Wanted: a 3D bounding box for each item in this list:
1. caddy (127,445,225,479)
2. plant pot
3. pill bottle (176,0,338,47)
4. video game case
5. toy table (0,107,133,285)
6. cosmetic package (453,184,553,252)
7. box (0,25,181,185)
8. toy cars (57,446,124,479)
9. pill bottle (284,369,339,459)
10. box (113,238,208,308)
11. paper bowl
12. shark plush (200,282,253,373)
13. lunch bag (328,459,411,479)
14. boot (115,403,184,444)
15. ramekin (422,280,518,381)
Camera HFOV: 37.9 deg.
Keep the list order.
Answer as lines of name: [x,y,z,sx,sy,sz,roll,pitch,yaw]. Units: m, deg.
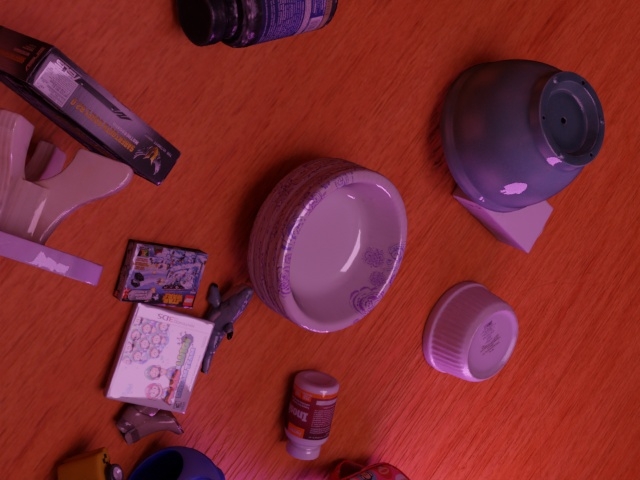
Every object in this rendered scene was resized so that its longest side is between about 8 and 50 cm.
caddy: [-0.246,0.504,1.505,0.179,0.241,0.341,30,87,-50]
plant pot: [0.396,-0.207,1.727,0.293,0.196,0.293,3,84,-33]
pill bottle: [-0.091,-0.347,1.347,0.219,0.122,0.123,-22,122,-35]
video game case: [-0.255,0.187,1.482,0.143,0.019,0.157,20,89,-34]
toy table: [-0.381,-0.061,1.148,0.274,0.252,0.161,21,83,-13]
cosmetic package: [0.379,-0.079,1.922,0.231,0.085,0.117,38,81,-46]
box: [-0.311,-0.171,1.185,0.056,0.183,0.231,-56,135,-9]
toy cars: [-0.386,0.513,1.416,0.394,0.176,0.087,-69,161,5]
pill bottle: [-0.019,0.327,1.738,0.086,0.086,0.152,-2,109,-42]
box: [-0.247,0.053,1.451,0.137,0.027,0.094,11,99,-44]
paper bowl: [0.000,0.000,1.567,0.284,0.148,0.284,-18,119,-36]
shark plush: [-0.166,0.140,1.535,0.073,0.067,0.161,39,81,-45]
lunch bag: [0.105,0.549,1.840,0.120,0.258,0.293,-50,154,22]
boot: [-0.282,0.304,1.527,0.087,0.042,0.118,-38,129,-16]
ramekin: [0.326,0.201,1.979,0.207,0.109,0.207,-18,120,-35]
